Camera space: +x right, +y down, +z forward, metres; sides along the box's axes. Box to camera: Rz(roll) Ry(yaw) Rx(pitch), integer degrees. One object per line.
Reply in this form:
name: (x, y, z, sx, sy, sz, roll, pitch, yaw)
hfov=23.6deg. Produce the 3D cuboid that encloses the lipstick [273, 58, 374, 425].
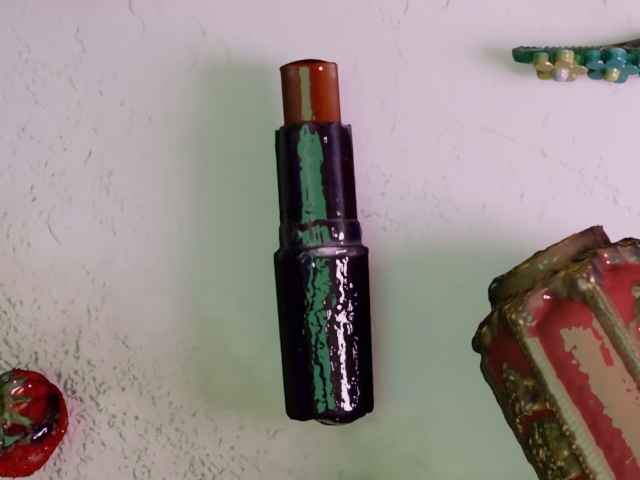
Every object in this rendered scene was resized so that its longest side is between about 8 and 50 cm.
lipstick: (0.000, 0.000, 1.253, 0.081, 0.081, 0.300, -3, 88, 17)

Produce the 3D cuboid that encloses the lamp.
lamp: (0.230, 0.126, 1.137, 0.177, 0.177, 0.274, -31, 77, 13)

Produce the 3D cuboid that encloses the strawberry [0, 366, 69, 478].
strawberry: (-0.268, 0.161, 1.327, 0.106, 0.106, 0.106, -1, 88, 17)

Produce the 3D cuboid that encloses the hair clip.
hair clip: (0.236, -0.144, 1.206, 0.173, 0.049, 0.049, -4, 87, 15)
